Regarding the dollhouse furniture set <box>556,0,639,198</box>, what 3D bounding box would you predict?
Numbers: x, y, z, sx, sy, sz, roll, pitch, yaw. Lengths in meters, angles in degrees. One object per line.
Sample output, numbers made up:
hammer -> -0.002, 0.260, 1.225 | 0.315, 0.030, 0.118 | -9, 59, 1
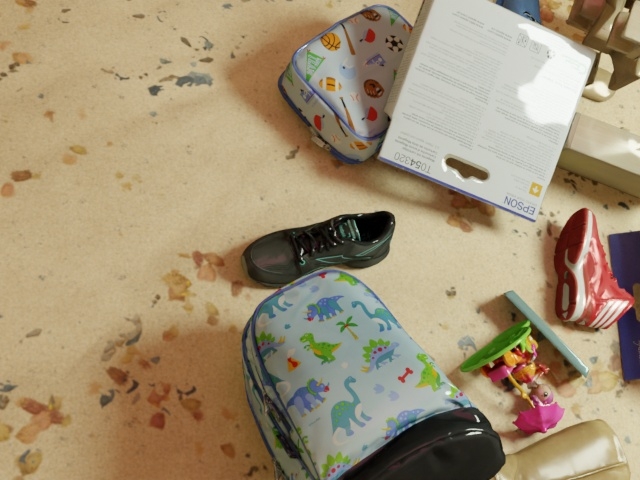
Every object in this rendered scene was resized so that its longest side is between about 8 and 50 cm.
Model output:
dollhouse furniture set -> 0.607, -0.302, 1.783 | 0.256, 0.362, 0.394 | 20, 84, -6

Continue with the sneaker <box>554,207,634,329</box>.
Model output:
sneaker -> 0.491, 0.058, 1.695 | 0.128, 0.087, 0.221 | 21, 68, -17

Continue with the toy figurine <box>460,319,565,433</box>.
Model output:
toy figurine -> 0.329, 0.231, 1.528 | 0.159, 0.130, 0.173 | 58, 34, 2

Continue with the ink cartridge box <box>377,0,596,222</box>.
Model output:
ink cartridge box -> 0.284, -0.239, 1.661 | 0.324, 0.071, 0.330 | 21, 89, -16

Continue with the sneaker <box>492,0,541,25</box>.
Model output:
sneaker -> 0.411, -0.359, 1.818 | 0.129, 0.147, 0.330 | 14, 69, -39

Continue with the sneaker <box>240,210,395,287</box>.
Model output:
sneaker -> 0.000, 0.000, 1.530 | 0.267, 0.106, 0.101 | -13, 67, -24

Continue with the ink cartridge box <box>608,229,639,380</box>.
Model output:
ink cartridge box -> 0.664, 0.081, 1.636 | 0.307, 0.072, 0.304 | -8, 57, 18

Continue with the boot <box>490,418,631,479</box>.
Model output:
boot -> 0.365, 0.407, 1.432 | 0.269, 0.089, 0.236 | -7, 72, -28

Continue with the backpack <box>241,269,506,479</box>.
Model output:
backpack -> 0.035, 0.214, 1.323 | 0.290, 0.273, 0.355 | -27, 38, -11

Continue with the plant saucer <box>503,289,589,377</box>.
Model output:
plant saucer -> 0.382, 0.154, 1.600 | 0.018, 0.067, 0.192 | -43, 79, 7

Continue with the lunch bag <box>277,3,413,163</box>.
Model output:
lunch bag -> 0.084, -0.278, 1.718 | 0.243, 0.115, 0.303 | 48, 58, 5
